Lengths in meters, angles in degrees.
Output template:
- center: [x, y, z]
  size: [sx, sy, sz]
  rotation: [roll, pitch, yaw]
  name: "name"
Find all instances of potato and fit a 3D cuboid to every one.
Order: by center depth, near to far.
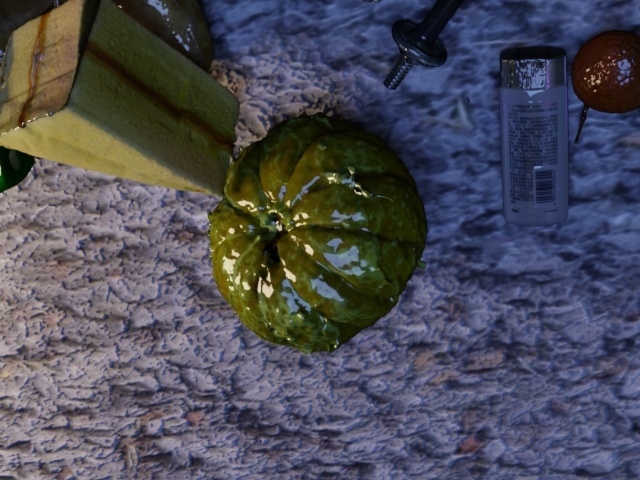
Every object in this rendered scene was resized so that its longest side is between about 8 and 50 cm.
- center: [-0.197, -0.272, 1.358]
  size: [0.107, 0.080, 0.170]
  rotation: [-26, 118, 11]
  name: "potato"

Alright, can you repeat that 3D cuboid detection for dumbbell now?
- center: [0.150, -0.281, 1.292]
  size: [0.110, 0.110, 0.254]
  rotation: [33, 124, -8]
  name: "dumbbell"

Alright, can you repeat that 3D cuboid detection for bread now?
- center: [-0.247, -0.150, 1.302]
  size: [0.163, 0.167, 0.264]
  rotation: [-12, 147, 37]
  name: "bread"

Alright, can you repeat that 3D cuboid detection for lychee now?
- center: [0.349, -0.199, 1.302]
  size: [0.114, 0.140, 0.101]
  rotation: [-45, 100, -14]
  name: "lychee"

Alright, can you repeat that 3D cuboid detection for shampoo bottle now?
- center: [0.272, -0.130, 1.367]
  size: [0.086, 0.056, 0.227]
  rotation: [-2, 116, 12]
  name: "shampoo bottle"

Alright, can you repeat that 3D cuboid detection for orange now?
- center: [0.000, 0.000, 1.361]
  size: [0.300, 0.223, 0.301]
  rotation: [32, 101, 40]
  name: "orange"

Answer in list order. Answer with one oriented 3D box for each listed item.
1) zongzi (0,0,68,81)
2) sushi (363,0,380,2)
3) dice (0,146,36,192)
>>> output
- center: [-0.396, -0.197, 1.385]
  size: [0.221, 0.112, 0.242]
  rotation: [-13, 116, -9]
  name: "zongzi"
- center: [0.041, -0.371, 1.204]
  size: [0.184, 0.274, 0.139]
  rotation: [40, 89, -17]
  name: "sushi"
- center: [-0.469, -0.133, 1.453]
  size: [0.128, 0.120, 0.131]
  rotation: [-10, 117, 13]
  name: "dice"
